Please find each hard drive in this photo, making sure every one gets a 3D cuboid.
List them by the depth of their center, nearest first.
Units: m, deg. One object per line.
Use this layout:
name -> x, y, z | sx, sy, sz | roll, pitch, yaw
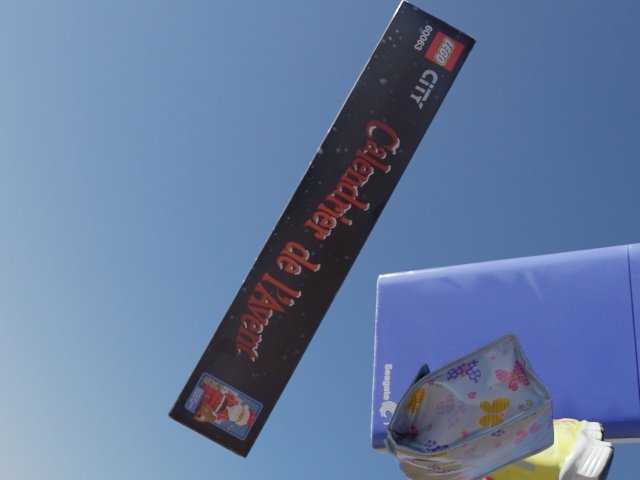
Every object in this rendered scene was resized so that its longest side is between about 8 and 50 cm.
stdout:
hard drive -> 0.213, 0.120, 1.030 | 0.319, 0.210, 0.040 | -8, -28, 24

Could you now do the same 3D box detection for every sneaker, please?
sneaker -> 0.164, 0.165, 0.719 | 0.094, 0.081, 0.208 | 15, -11, 13

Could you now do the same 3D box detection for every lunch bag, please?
lunch bag -> 0.074, 0.093, 0.486 | 0.053, 0.083, 0.071 | 63, 0, 33

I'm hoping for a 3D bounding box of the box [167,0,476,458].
box -> 0.000, 0.000, 0.524 | 0.044, 0.233, 0.159 | 29, -7, 2
